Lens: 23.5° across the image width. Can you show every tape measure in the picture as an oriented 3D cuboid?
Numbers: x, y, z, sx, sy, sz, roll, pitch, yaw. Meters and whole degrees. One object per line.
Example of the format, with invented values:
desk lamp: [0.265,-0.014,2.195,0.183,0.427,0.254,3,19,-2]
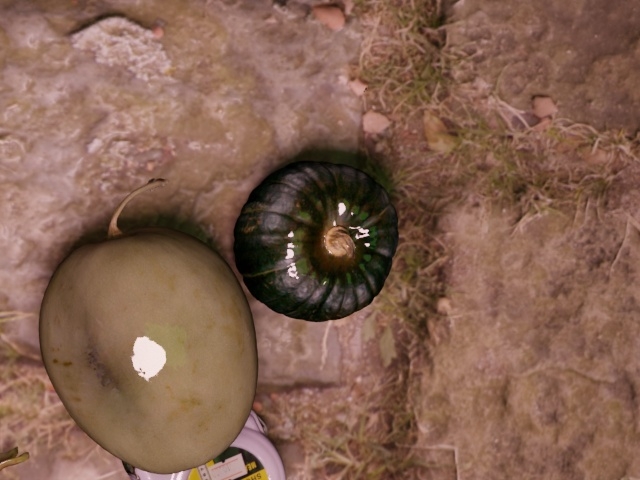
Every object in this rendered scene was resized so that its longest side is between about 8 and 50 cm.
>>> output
tape measure: [-0.141,0.315,1.971,0.196,0.105,0.178,-20,96,-23]

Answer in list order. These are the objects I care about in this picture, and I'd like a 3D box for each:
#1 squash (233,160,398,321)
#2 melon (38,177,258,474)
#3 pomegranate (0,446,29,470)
squash: [-0.003,-0.001,1.957,0.218,0.172,0.218,7,64,-14]
melon: [-0.201,0.124,1.835,0.272,0.272,0.308,-41,93,-15]
pomegranate: [-0.447,0.311,1.821,0.156,0.156,0.220,43,47,-22]
